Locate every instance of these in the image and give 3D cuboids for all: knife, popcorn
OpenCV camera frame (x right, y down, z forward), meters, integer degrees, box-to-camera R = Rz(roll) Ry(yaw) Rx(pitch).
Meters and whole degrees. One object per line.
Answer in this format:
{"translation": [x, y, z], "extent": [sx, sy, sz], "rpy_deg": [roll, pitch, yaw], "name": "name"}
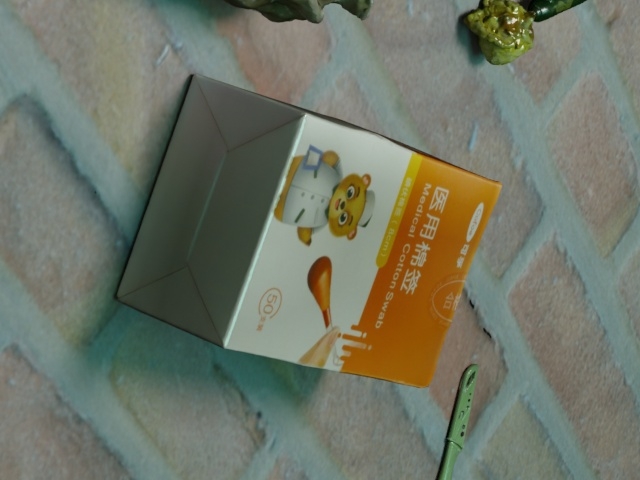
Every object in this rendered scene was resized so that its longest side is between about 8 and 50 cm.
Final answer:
{"translation": [0.150, 0.238, 2.241], "extent": [0.030, 0.014, 0.207], "rpy_deg": [-1, 107, -49], "name": "knife"}
{"translation": [0.184, -0.212, 2.032], "extent": [0.083, 0.059, 0.068], "rpy_deg": [10, 99, -43], "name": "popcorn"}

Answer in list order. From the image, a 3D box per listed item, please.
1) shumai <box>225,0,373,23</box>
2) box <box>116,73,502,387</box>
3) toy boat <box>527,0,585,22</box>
{"translation": [-0.010, -0.248, 1.662], "extent": [0.185, 0.184, 0.218], "rpy_deg": [59, 22, -29], "name": "shumai"}
{"translation": [0.000, 0.000, 1.845], "extent": [0.341, 0.143, 0.225], "rpy_deg": [16, 95, -54], "name": "box"}
{"translation": [0.282, -0.301, 2.112], "extent": [0.210, 0.052, 0.104], "rpy_deg": [-26, 123, -40], "name": "toy boat"}
